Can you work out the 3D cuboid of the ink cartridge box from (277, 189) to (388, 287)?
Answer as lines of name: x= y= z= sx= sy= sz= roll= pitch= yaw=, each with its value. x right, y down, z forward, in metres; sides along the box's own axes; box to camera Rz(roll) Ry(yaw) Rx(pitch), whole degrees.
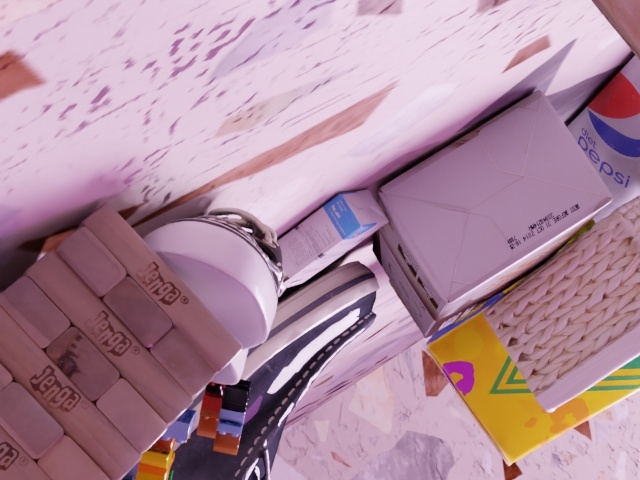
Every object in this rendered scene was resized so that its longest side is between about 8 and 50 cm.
ink cartridge box: x=0.000 y=0.000 z=0.731 sx=0.083 sy=0.028 sz=0.048 roll=-36 pitch=168 yaw=25

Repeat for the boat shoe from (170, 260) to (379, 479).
boat shoe: x=-0.108 y=0.224 z=0.915 sx=0.500 sy=0.156 sz=0.187 roll=-48 pitch=179 yaw=-12

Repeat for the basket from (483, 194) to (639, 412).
basket: x=0.235 y=0.047 z=0.885 sx=0.167 sy=0.103 sz=0.113 roll=-42 pitch=169 yaw=33

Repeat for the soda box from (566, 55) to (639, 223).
soda box: x=0.292 y=-0.111 z=0.875 sx=0.098 sy=0.091 sz=0.286 roll=-30 pitch=170 yaw=-16

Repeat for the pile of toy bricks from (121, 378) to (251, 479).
pile of toy bricks: x=-0.111 y=0.133 z=0.644 sx=0.118 sy=0.105 sz=0.212 roll=12 pitch=-176 yaw=-1

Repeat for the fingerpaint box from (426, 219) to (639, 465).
fingerpaint box: x=0.340 y=0.026 z=1.218 sx=0.371 sy=0.163 sz=0.445 roll=-34 pitch=-178 yaw=17

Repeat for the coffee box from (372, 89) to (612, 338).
coffee box: x=0.123 y=-0.009 z=0.848 sx=0.141 sy=0.098 sz=0.246 roll=-31 pitch=170 yaw=-5

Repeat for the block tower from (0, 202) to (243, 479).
block tower: x=-0.174 y=0.127 z=0.394 sx=0.335 sy=0.091 sz=0.097 roll=-46 pitch=-174 yaw=-36

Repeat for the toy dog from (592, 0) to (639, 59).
toy dog: x=0.242 y=-0.111 z=0.536 sx=0.220 sy=0.161 sz=0.334 roll=-38 pitch=168 yaw=36

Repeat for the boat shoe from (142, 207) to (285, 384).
boat shoe: x=-0.057 y=0.019 z=0.564 sx=0.219 sy=0.078 sz=0.070 roll=117 pitch=-4 yaw=-71
